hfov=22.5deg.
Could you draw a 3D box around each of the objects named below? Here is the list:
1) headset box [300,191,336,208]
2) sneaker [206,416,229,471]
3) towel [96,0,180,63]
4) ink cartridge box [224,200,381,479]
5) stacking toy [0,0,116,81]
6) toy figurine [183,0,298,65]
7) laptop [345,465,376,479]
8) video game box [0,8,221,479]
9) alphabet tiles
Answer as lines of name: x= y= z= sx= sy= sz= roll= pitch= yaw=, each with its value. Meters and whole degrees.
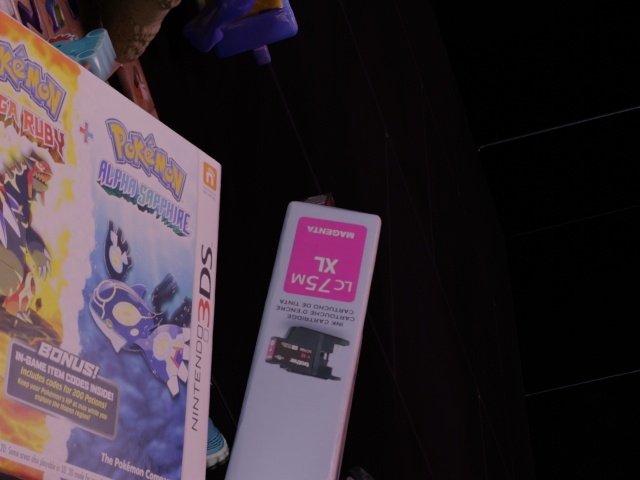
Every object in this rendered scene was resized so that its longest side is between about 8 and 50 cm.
headset box: x=0.000 y=0.000 z=1.463 sx=0.083 sy=0.032 sz=0.062 roll=-75 pitch=150 yaw=-70
sneaker: x=-0.093 y=0.092 z=0.822 sx=0.162 sy=0.063 sz=0.073 roll=5 pitch=68 yaw=-79
towel: x=-0.103 y=-0.191 z=0.983 sx=0.027 sy=0.110 sz=0.148 roll=14 pitch=51 yaw=-32
ink cartridge box: x=-0.022 y=0.154 z=0.855 sx=0.186 sy=0.065 sz=0.311 roll=96 pitch=2 yaw=-49
stacking toy: x=-0.138 y=-0.073 z=0.824 sx=0.221 sy=0.052 sz=0.167 roll=-80 pitch=155 yaw=-61
toy figurine: x=-0.031 y=-0.211 z=1.164 sx=0.362 sy=0.191 sz=0.217 roll=-111 pitch=-169 yaw=-51
laptop: x=-0.007 y=0.376 z=0.725 sx=0.408 sy=0.236 sz=0.382 roll=-139 pitch=-133 yaw=-59
video game box: x=-0.114 y=0.018 z=0.679 sx=0.205 sy=0.048 sz=0.187 roll=34 pitch=49 yaw=-55
alphabet tiles: x=-0.147 y=-0.128 z=0.961 sx=0.198 sy=0.009 sz=0.237 roll=-70 pitch=145 yaw=-70
